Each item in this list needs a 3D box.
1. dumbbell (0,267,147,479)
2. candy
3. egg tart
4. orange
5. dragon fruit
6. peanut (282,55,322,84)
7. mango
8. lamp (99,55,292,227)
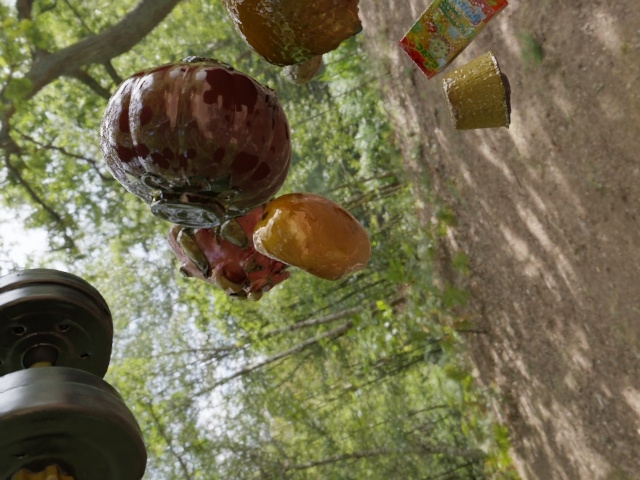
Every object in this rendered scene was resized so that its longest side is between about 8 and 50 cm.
[{"bbox_3d":[-0.302,0.167,0.612,0.388,0.185,0.185,43,162,56],"label":"dumbbell"},{"bbox_3d":[0.148,-0.247,0.650,0.062,0.038,0.122,49,146,-1],"label":"candy"},{"bbox_3d":[0.426,-0.389,1.535,0.215,0.171,0.215,-16,-90,-76],"label":"egg tart"},{"bbox_3d":[-0.051,-0.418,0.789,0.262,0.196,0.334,-111,31,-42],"label":"orange"},{"bbox_3d":[-0.205,0.029,1.419,0.263,0.296,0.314,57,165,7],"label":"dragon fruit"},{"bbox_3d":[-0.038,-0.473,1.330,0.108,0.095,0.226,50,140,29],"label":"peanut"},{"bbox_3d":[0.003,-0.006,0.818,0.217,0.102,0.141,15,-163,-49],"label":"mango"},{"bbox_3d":[-0.195,-0.157,0.916,0.303,0.303,0.257,56,-143,-70],"label":"lamp"}]
